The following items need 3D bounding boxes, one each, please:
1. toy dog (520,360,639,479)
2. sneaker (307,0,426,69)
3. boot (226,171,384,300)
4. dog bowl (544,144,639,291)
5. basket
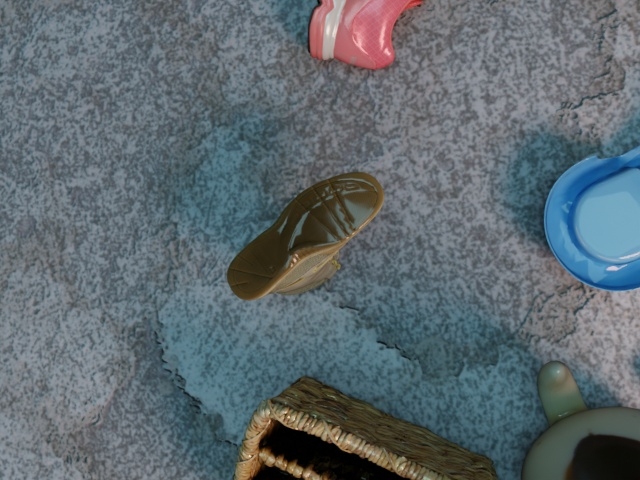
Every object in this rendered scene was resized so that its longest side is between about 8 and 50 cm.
[{"bbox_3d":[0.344,0.313,0.645,0.284,0.408,0.395,-12,84,8],"label":"toy dog"},{"bbox_3d":[0.092,-0.375,0.902,0.136,0.116,0.314,21,96,0],"label":"sneaker"},{"bbox_3d":[0.000,0.000,0.847,0.213,0.165,0.077,-38,75,11],"label":"boot"},{"bbox_3d":[0.417,-0.048,0.829,0.297,0.074,0.166,-25,82,7],"label":"dog bowl"},{"bbox_3d":[0.044,0.316,0.789,0.299,0.223,0.213,23,90,9],"label":"basket"}]
